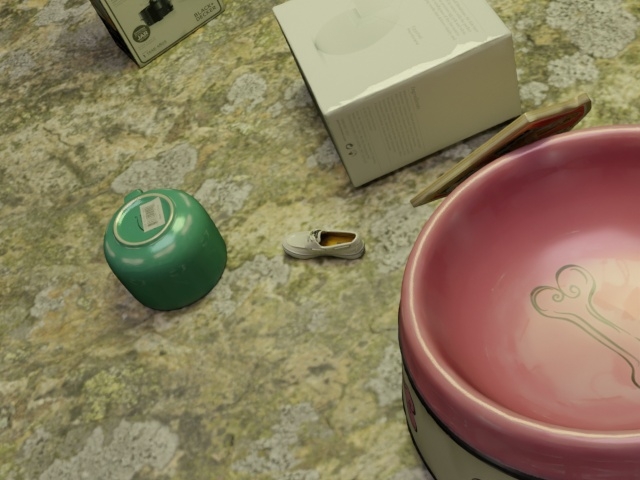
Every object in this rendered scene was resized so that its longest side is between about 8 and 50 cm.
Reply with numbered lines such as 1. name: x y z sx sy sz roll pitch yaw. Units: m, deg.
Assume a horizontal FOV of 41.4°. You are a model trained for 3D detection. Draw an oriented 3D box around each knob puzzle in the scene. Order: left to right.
1. knob puzzle: 0.210 -0.090 0.889 0.213 0.213 0.030 -29 80 -3

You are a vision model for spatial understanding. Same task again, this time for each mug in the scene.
1. mug: -0.198 0.000 0.998 0.158 0.097 0.129 15 61 28

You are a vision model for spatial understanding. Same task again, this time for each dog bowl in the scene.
1. dog bowl: 0.250 0.063 0.726 0.408 0.150 0.408 -14 44 14

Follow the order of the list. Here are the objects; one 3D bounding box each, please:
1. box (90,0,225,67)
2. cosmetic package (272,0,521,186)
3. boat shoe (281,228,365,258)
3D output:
1. box: -0.271 -0.414 1.208 0.169 0.290 0.087 -38 52 -9
2. cosmetic package: 0.092 -0.220 1.033 0.225 0.138 0.224 -24 50 3
3. boat shoe: 0.000 0.000 0.967 0.100 0.035 0.035 5 57 23
